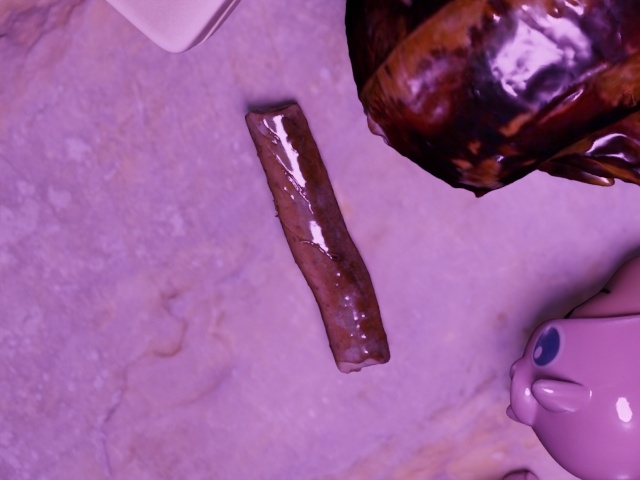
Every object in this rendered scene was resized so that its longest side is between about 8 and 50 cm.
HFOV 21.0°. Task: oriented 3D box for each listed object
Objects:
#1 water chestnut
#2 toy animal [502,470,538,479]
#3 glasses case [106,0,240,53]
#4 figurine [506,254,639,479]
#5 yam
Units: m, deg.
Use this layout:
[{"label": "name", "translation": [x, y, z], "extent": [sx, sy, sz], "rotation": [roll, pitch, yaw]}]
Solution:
[{"label": "water chestnut", "translation": [0.165, -0.134, 1.152], "extent": [0.300, 0.300, 0.300], "rotation": [8, 114, 18]}, {"label": "toy animal", "translation": [0.110, 0.283, 1.454], "extent": [0.212, 0.124, 0.124], "rotation": [-31, 99, 35]}, {"label": "glasses case", "translation": [-0.181, -0.292, 1.339], "extent": [0.313, 0.070, 0.131], "rotation": [41, 119, 0]}, {"label": "figurine", "translation": [0.283, 0.093, 1.304], "extent": [0.287, 0.176, 0.186], "rotation": [-2, 70, 5]}, {"label": "yam", "translation": [0.000, 0.000, 1.406], "extent": [0.057, 0.057, 0.241], "rotation": [-13, 107, 25]}]
